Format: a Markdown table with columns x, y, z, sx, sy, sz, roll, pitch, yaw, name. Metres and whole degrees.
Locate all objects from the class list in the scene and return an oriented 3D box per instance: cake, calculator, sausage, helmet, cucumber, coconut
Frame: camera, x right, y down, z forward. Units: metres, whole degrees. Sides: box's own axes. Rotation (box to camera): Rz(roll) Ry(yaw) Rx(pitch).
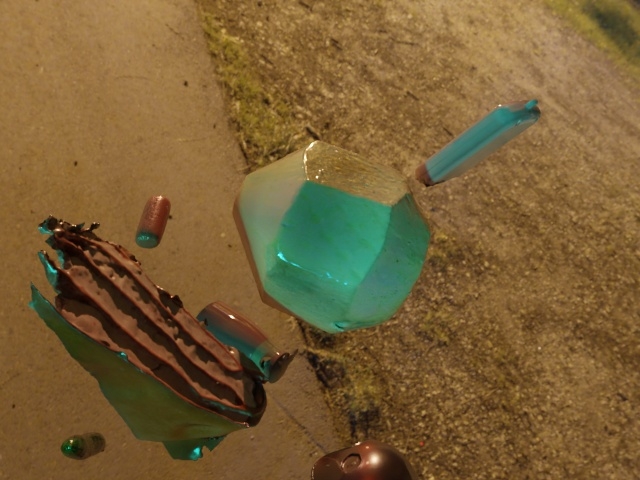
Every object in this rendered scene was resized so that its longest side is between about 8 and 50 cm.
| x | y | z | sx | sy | sz | roll | pitch | yaw | name |
| --- | --- | --- | --- | --- | --- | --- | --- | --- | --- |
| -0.141 | 0.094 | 0.452 | 0.098 | 0.135 | 0.287 | -74 | 149 | -46 | cake |
| 0.194 | -0.119 | 0.637 | 0.100 | 0.175 | 0.032 | -20 | 77 | -44 | calculator |
| -0.404 | -0.048 | 1.243 | 0.062 | 0.062 | 0.154 | 19 | 44 | -20 | sausage |
| 0.091 | 0.487 | 0.964 | 0.216 | 0.193 | 0.189 | -44 | 110 | -34 | helmet |
| -0.315 | 0.273 | 0.682 | 0.036 | 0.184 | 0.033 | -4 | 73 | -14 | cucumber |
| 0.000 | 0.000 | 0.613 | 0.237 | 0.237 | 0.197 | 26 | 73 | -14 | coconut |

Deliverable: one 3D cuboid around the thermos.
| x | y | z | sx | sy | sz | roll | pitch | yaw | name |
| --- | --- | --- | --- | --- | --- | --- | --- | --- | --- |
| -0.201 | 0.285 | 1.389 | 0.265 | 0.145 | 0.176 | 24 | -1 | 24 | thermos |
